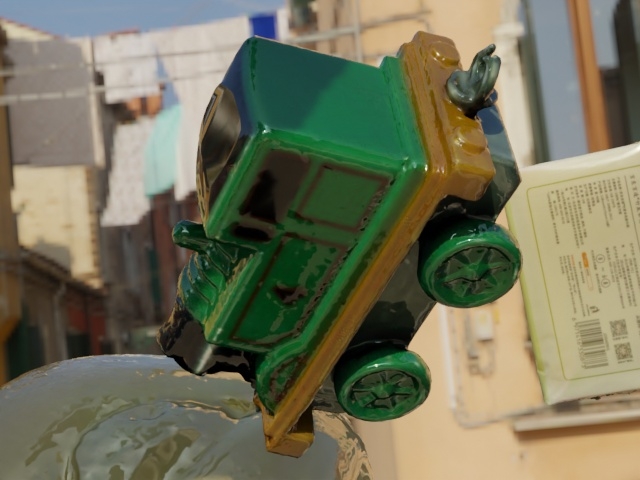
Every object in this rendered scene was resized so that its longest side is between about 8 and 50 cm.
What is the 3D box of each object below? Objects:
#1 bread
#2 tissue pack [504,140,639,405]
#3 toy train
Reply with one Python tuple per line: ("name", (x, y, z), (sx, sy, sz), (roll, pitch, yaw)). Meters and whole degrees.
("bread", (-0.108, 0.258, 0.808), (0.253, 0.376, 0.348), (18, 46, 29))
("tissue pack", (0.277, 0.031, 1.263), (0.159, 0.234, 0.125), (-13, -3, 19))
("toy train", (0.000, 0.000, 0.555), (0.136, 0.091, 0.227), (15, -49, -22))
